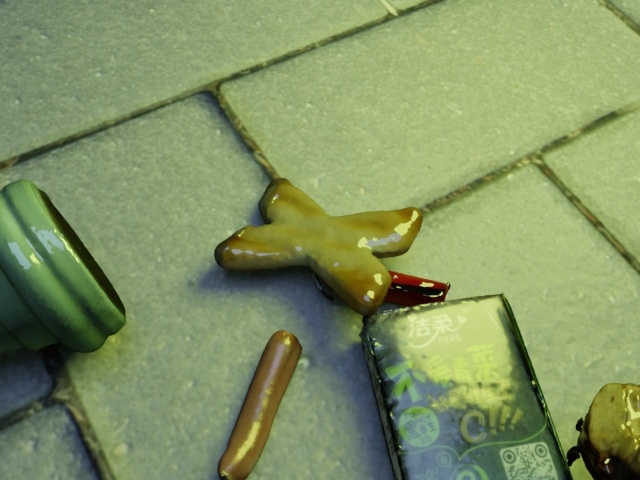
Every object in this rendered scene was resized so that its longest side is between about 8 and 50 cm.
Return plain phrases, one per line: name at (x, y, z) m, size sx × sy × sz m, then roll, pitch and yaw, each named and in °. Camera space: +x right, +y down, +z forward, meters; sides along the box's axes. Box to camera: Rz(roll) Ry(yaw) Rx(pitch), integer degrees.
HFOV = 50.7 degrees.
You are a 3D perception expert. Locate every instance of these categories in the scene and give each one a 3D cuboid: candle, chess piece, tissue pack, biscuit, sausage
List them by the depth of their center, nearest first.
chess piece at (-0.369, 0.090, 0.674) m, size 0.299 × 0.194 × 0.194 m, roll -34°, pitch 66°, yaw -12°
tissue pack at (0.147, 0.179, 0.707) m, size 0.173 × 0.073 × 0.235 m, roll -8°, pitch 59°, yaw -9°
sausage at (-0.063, 0.173, 0.710) m, size 0.040 × 0.047 × 0.176 m, roll 25°, pitch 57°, yaw -3°
biscuit at (0.000, 0.001, 0.795) m, size 0.208 × 0.047 × 0.164 m, roll 16°, pitch 50°, yaw 22°
candle at (0.070, 0.057, 0.801) m, size 0.162 × 0.053 × 0.048 m, roll 11°, pitch 101°, yaw 9°

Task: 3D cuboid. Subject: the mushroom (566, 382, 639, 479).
mushroom at (0.369, 0.229, 0.603) m, size 0.283 × 0.195 × 0.263 m, roll 23°, pitch 62°, yaw -2°
